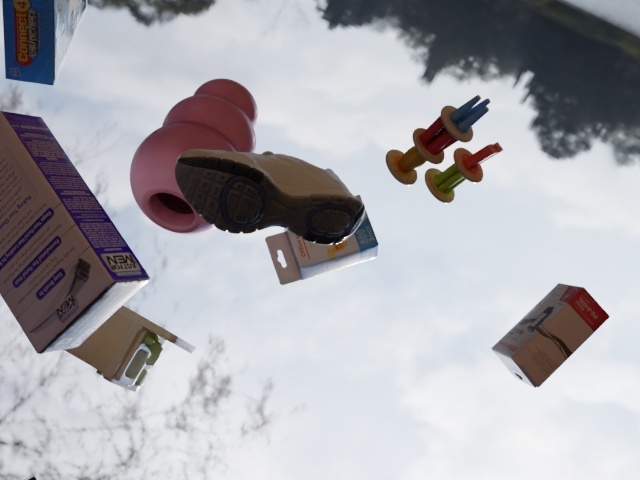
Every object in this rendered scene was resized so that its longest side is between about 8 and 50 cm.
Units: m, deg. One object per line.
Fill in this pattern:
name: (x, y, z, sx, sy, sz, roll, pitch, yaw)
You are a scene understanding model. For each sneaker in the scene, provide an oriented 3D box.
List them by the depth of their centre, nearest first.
sneaker: (-0.081, -0.077, 1.469, 0.297, 0.111, 0.129, 15, -149, -32)

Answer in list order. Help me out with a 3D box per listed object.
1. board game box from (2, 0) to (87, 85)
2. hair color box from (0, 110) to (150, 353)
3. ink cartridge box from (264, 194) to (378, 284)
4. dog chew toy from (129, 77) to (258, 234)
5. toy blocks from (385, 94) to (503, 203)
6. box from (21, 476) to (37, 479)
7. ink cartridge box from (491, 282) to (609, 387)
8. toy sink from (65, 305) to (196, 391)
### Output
board game box: (-0.474, -0.478, 1.756, 0.086, 0.302, 0.308, 7, -144, -5)
hair color box: (-0.439, -0.014, 1.580, 0.339, 0.185, 0.110, 54, -160, 15)
ink cartridge box: (0.000, 0.000, 1.775, 0.181, 0.061, 0.104, -17, -113, -7)
dog chew toy: (-0.210, -0.169, 1.833, 0.206, 0.206, 0.332, 25, -129, -4)
toy blocks: (0.172, -0.115, 1.239, 0.123, 0.148, 0.054, 21, -132, -34)
box: (-0.415, 0.415, 1.308, 0.156, 0.093, 0.158, -27, -91, -37)
ink cartridge box: (0.336, 0.138, 1.491, 0.063, 0.150, 0.109, 47, 176, -6)
toy sink: (-0.373, 0.191, 1.867, 0.234, 0.131, 0.153, 27, 171, 15)
